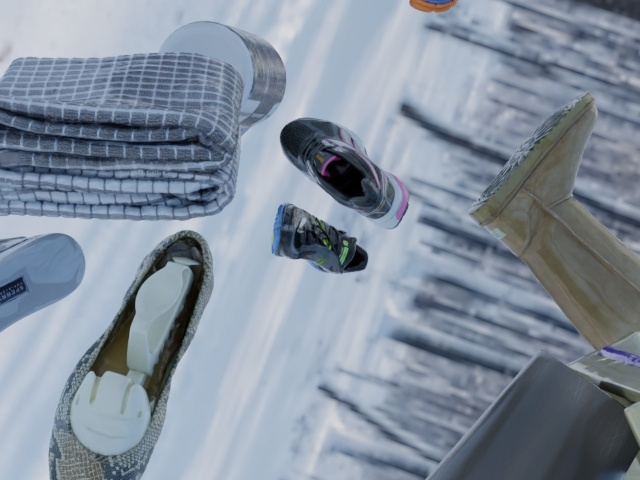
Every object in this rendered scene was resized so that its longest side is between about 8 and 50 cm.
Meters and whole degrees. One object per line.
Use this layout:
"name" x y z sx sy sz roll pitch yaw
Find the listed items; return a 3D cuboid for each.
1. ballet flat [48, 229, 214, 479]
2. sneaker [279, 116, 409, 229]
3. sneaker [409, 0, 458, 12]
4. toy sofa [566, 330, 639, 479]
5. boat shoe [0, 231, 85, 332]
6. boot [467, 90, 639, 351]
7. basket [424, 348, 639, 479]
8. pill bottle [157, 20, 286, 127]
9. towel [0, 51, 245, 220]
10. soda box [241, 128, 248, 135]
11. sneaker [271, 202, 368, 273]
"ballet flat" -0.286 0.183 2.348 0.182 0.164 0.483 112 0 -62
"sneaker" 0.016 -0.083 1.634 0.077 0.178 0.072 22 100 -54
"sneaker" 0.119 -0.346 1.567 0.087 0.083 0.221 131 -48 -70
"toy sofa" 0.349 0.170 1.461 0.362 0.177 0.150 174 -109 -87
"boat shoe" -0.369 0.055 1.581 0.267 0.088 0.096 -31 113 -37
"boot" 0.346 -0.018 1.958 0.236 0.269 0.089 -48 -172 -8
"basket" 0.192 0.229 1.443 0.227 0.154 0.204 -54 -156 0
"pill bottle" -0.118 -0.209 1.992 0.245 0.130 0.130 -14 124 -78
"towel" -0.225 -0.123 1.645 0.235 0.283 0.121 -93 -174 -65
"soda box" -0.196 -0.156 2.232 0.286 0.091 0.098 -43 153 25
"sneaker" 0.000 0.000 1.849 0.188 0.078 0.067 26 74 -58
